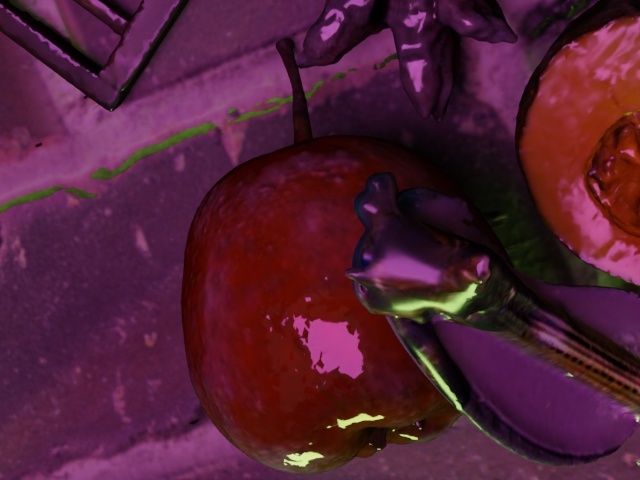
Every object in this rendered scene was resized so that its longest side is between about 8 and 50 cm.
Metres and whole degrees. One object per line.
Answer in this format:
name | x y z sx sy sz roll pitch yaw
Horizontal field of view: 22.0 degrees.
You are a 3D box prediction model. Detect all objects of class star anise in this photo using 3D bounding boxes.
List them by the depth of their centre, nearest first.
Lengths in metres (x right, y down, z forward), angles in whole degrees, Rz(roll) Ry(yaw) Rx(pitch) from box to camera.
star anise | 0.061 -0.201 1.083 0.236 0.093 0.229 -31 94 29

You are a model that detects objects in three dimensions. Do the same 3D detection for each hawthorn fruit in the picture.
hawthorn fruit | 0.004 0.040 1.099 0.263 0.235 0.231 41 94 -9

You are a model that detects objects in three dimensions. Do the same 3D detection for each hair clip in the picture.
hair clip | 0.132 0.063 1.016 0.096 0.359 0.110 -19 61 26

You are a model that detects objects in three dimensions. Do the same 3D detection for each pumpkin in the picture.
pumpkin | 0.262 -0.043 1.028 0.280 0.139 0.190 40 118 4

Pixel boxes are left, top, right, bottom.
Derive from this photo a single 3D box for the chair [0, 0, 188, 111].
chair | -0.308 -0.258 1.132 0.416 0.240 0.203 39 114 8
